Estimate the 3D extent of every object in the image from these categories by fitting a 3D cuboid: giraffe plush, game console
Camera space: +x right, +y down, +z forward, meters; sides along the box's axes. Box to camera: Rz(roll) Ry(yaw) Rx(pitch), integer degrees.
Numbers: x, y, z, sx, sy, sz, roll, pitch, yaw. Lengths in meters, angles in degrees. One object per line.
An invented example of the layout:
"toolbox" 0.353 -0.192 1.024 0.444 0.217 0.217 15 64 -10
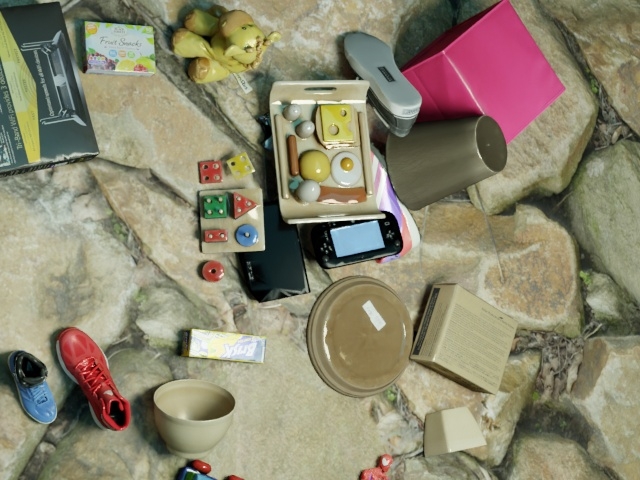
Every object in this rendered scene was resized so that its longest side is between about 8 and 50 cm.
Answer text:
"giraffe plush" -0.184 -0.410 1.895 0.210 0.170 0.181 41 68 -18
"game console" 0.000 0.000 1.971 0.361 0.044 0.213 -12 86 -13

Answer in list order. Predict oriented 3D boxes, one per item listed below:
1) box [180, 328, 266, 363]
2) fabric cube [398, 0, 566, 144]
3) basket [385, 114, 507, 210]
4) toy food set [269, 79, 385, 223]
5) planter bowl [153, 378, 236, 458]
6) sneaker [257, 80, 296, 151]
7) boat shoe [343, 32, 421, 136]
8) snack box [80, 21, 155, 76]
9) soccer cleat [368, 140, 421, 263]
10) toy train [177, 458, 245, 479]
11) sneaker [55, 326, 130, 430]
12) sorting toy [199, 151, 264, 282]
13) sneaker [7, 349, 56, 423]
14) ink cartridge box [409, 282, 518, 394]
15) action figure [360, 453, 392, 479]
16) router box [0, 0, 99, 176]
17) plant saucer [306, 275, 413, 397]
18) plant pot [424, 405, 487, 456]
"box" -0.200 0.220 1.884 0.169 0.054 0.059 10 80 -27
"fabric cube" 0.357 -0.363 2.128 0.254 0.259 0.258 -43 103 -25
"basket" 0.281 -0.187 1.997 0.154 0.227 0.204 -9 86 -49
"toy food set" 0.017 -0.190 1.934 0.220 0.092 0.306 -4 85 -16
"planter bowl" -0.253 0.361 1.796 0.162 0.162 0.109 -2 112 -28
"sneaker" -0.099 -0.273 1.987 0.073 0.063 0.162 7 81 -24
"boat shoe" 0.133 -0.354 2.053 0.113 0.105 0.306 -15 50 -25
"snack box" -0.411 -0.388 1.848 0.141 0.037 0.100 -3 84 -28
"soccer cleat" 0.112 -0.099 2.058 0.116 0.109 0.318 -34 103 -23
"toy train" -0.161 0.533 1.819 0.248 0.143 0.105 30 72 -22
"sneaker" -0.417 0.262 1.722 0.087 0.128 0.221 -35 102 -27
"sorting toy" -0.186 -0.052 1.898 0.132 0.046 0.274 -3 85 -5
"sneaker" -0.530 0.274 1.686 0.058 0.085 0.152 -24 96 -28
"ink cartridge box" 0.340 0.232 2.130 0.235 0.088 0.193 31 70 -32
"action figure" 0.121 0.603 1.970 0.091 0.139 0.280 28 70 -24
"router box" -0.581 -0.282 1.722 0.243 0.081 0.308 -15 92 -29
"plant saucer" 0.099 0.216 2.052 0.278 0.041 0.277 4 82 -27
"plant pot" 0.302 0.440 2.102 0.109 0.109 0.096 -5 74 -28
